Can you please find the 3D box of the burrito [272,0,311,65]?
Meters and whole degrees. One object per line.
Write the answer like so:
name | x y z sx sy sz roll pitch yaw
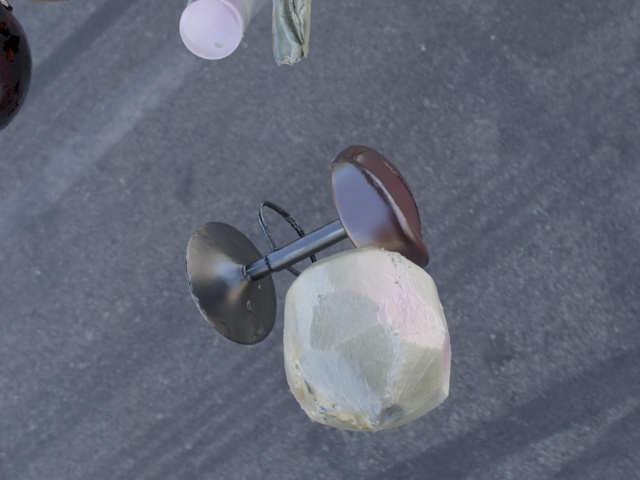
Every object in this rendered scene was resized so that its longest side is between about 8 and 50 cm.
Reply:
burrito | -0.027 -0.230 0.881 0.041 0.055 0.149 1 86 10

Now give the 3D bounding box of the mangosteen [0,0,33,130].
mangosteen | -0.395 -0.181 0.956 0.209 0.210 0.210 -13 63 27

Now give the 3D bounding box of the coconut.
coconut | 0.058 0.133 1.196 0.227 0.227 0.230 -31 37 17

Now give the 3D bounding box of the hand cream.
hand cream | -0.106 -0.301 1.129 0.111 0.070 0.312 -25 26 15

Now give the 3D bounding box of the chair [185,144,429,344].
chair | 0.000 0.000 1.498 0.401 0.226 0.227 -26 57 32
